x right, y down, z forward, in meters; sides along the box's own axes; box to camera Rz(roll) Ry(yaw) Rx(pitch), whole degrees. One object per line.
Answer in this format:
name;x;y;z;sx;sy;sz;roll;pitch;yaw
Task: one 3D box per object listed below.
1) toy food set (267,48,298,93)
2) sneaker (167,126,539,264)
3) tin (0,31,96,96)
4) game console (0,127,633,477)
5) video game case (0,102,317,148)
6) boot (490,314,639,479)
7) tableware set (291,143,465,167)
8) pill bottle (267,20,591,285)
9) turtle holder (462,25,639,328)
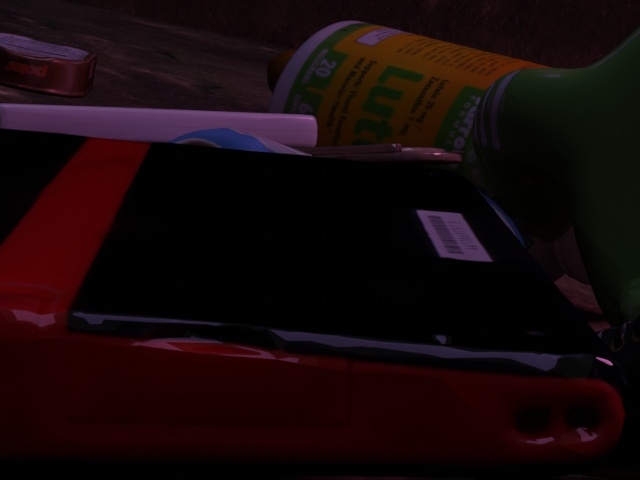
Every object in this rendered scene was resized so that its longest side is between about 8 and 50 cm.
toy food set;0.071;-0.072;1.316;0.232;0.111;0.104;8;10;-13
sneaker;0.000;0.000;0.888;0.237;0.085;0.086;16;20;40
tin;-0.263;-0.164;1.680;0.106;0.040;0.189;8;9;-4
game console;-0.094;0.011;0.632;0.342;0.060;0.386;5;10;-3
video game case;-0.135;-0.059;1.049;0.201;0.023;0.183;0;-1;-36
boot;0.124;0.029;0.664;0.198;0.137;0.077;15;19;25
tableware set;-0.012;-0.030;1.035;0.194;0.039;0.128;-1;0;29
pill bottle;0.097;-0.048;1.129;0.246;0.136;0.136;19;11;36
turtle holder;0.226;0.000;0.835;0.320;0.243;0.227;-16;-20;17
